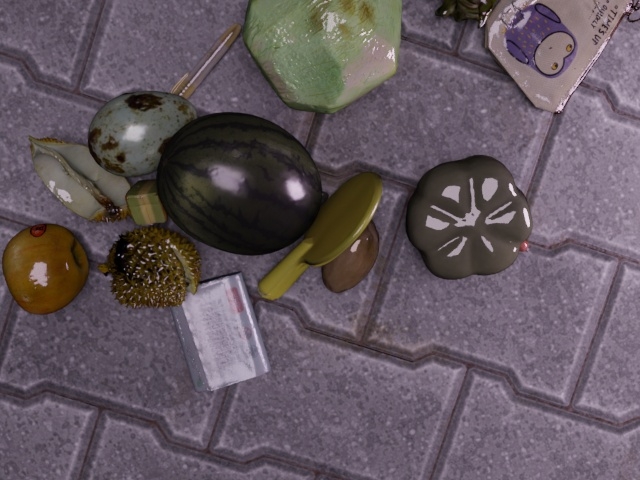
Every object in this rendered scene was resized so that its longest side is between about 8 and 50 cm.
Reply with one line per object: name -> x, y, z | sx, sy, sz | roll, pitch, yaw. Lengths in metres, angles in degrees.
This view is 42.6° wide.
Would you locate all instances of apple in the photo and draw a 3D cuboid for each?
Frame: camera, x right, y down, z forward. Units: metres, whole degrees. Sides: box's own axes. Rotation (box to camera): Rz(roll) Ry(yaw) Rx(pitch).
apple -> -0.563, 0.055, 1.691 | 0.155, 0.182, 0.182 | -22, 95, -3

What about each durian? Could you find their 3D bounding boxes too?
durian -> -0.373, 0.044, 1.692 | 0.237, 0.138, 0.193 | -4, 68, 17
durian -> -0.499, -0.121, 1.698 | 0.144, 0.139, 0.252 | -38, 96, 5

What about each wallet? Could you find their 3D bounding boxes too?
wallet -> 0.513, -0.463, 1.761 | 0.275, 0.068, 0.335 | 35, 93, -7

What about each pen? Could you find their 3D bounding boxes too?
pen -> -0.250, -0.371, 1.747 | 0.040, 0.032, 0.233 | 39, 90, 18

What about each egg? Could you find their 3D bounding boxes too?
egg -> -0.363, -0.223, 1.682 | 0.231, 0.169, 0.169 | -22, 95, -4

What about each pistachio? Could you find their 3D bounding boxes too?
pistachio -> 0.061, 0.028, 1.757 | 0.126, 0.108, 0.185 | 24, 99, 25

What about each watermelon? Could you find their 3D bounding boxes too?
watermelon -> -0.148, -0.109, 1.641 | 0.359, 0.279, 0.279 | 19, 94, -39

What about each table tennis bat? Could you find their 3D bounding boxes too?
table tennis bat -> 0.000, 0.000, 1.715 | 0.054, 0.224, 0.368 | 37, 112, -22

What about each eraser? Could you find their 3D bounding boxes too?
eraser -> -0.221, 0.195, 1.765 | 0.174, 0.081, 0.227 | -16, 96, 2

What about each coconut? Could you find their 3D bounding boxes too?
coconut -> 0.018, -0.421, 1.632 | 0.328, 0.281, 0.328 | 0, 95, 0

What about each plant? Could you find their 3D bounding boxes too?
plant -> 0.363, -0.605, 1.699 | 0.333, 0.180, 0.251 | -32, 106, -4

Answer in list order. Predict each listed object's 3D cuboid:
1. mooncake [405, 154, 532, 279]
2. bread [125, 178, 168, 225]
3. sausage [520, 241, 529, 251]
mooncake -> 0.310, -0.043, 1.727 | 0.275, 0.135, 0.275 | 1, 104, 3
bread -> -0.355, -0.109, 1.698 | 0.074, 0.139, 0.084 | -6, 137, 1
sausage -> 0.371, -0.043, 1.804 | 0.223, 0.029, 0.029 | 37, 92, -5
